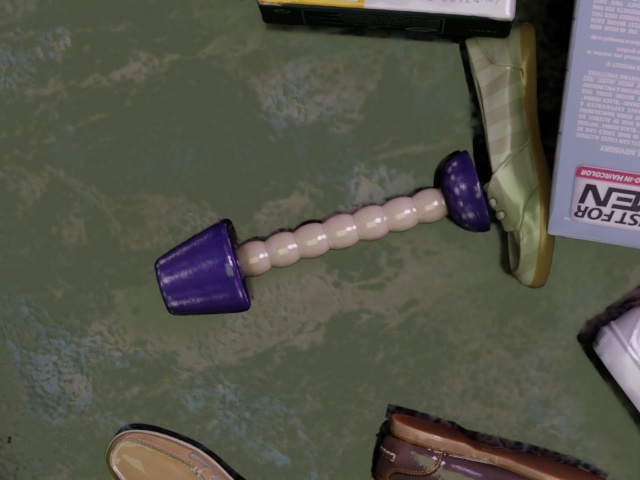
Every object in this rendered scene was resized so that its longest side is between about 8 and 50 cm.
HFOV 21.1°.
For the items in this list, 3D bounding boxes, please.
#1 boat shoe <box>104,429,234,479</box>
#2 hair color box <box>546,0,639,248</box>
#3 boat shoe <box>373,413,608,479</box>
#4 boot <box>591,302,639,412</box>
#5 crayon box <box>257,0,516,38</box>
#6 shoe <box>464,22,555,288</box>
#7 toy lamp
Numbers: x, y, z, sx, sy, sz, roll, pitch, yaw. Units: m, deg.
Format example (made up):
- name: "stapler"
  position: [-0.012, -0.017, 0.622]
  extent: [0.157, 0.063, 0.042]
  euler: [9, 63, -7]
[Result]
- name: "boat shoe"
  position: [-0.096, 0.220, 1.425]
  extent: [0.190, 0.072, 0.068]
  euler: [30, 93, -2]
- name: "hair color box"
  position: [0.261, -0.194, 1.305]
  extent: [0.113, 0.185, 0.375]
  euler: [10, 104, 15]
- name: "boat shoe"
  position: [0.147, 0.207, 1.429]
  extent: [0.207, 0.073, 0.073]
  euler: [16, 95, 6]
- name: "boot"
  position: [0.346, 0.149, 1.410]
  extent: [0.123, 0.095, 0.258]
  euler: [-37, 92, 8]
- name: "crayon box"
  position: [0.064, -0.332, 1.373]
  extent: [0.203, 0.083, 0.323]
  euler: [4, 86, 3]
- name: "shoe"
  position: [0.155, -0.068, 1.411]
  extent: [0.058, 0.076, 0.219]
  euler: [-4, 85, -2]
- name: "toy lamp"
  position: [0.000, 0.000, 1.411]
  extent: [0.274, 0.080, 0.080]
  euler: [-17, 93, 2]
